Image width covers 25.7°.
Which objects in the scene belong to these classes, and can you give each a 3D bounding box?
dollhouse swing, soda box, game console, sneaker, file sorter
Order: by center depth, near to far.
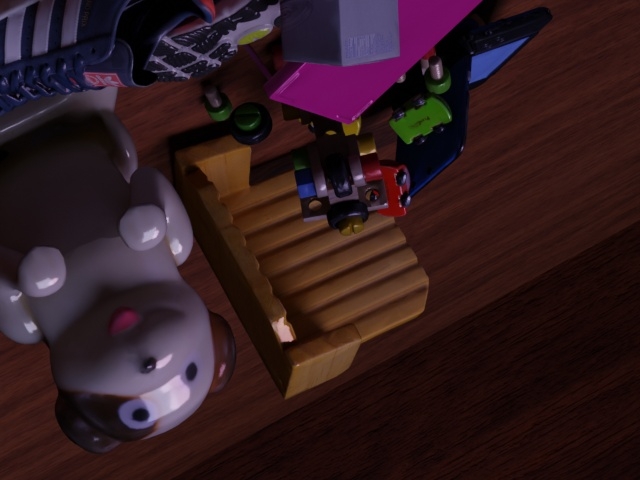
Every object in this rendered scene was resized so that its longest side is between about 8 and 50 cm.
[{"bbox_3d":[0.015,-0.331,1.476,0.091,0.098,0.286,-17,111,-41],"label":"soda box"},{"bbox_3d":[-0.268,-0.198,1.503,0.350,0.148,0.131,-36,161,5],"label":"sneaker"},{"bbox_3d":[-0.128,-0.274,1.610,0.279,0.118,0.107,-23,155,16],"label":"sneaker"},{"bbox_3d":[0.043,-0.314,1.678,0.290,0.182,0.202,-42,158,19],"label":"file sorter"},{"bbox_3d":[0.000,0.000,2.053,0.305,0.347,0.315,-26,166,-12],"label":"dollhouse swing"},{"bbox_3d":[0.230,-0.202,2.165,0.250,0.173,0.293,-21,172,-22],"label":"game console"}]

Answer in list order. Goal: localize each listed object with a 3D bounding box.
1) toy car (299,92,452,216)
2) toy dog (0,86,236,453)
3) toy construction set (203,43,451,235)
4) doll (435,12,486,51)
[{"bbox_3d":[0.110,-0.162,2.074,0.225,0.239,0.053,-27,-158,41],"label":"toy car"},{"bbox_3d":[-0.285,0.053,1.677,0.284,0.408,0.395,-24,158,-25],"label":"toy dog"},{"bbox_3d":[0.047,-0.154,1.936,0.309,0.257,0.237,-36,154,-6],"label":"toy construction set"},{"bbox_3d":[0.164,-0.303,2.099,0.189,0.046,0.129,-18,167,-38],"label":"doll"}]
